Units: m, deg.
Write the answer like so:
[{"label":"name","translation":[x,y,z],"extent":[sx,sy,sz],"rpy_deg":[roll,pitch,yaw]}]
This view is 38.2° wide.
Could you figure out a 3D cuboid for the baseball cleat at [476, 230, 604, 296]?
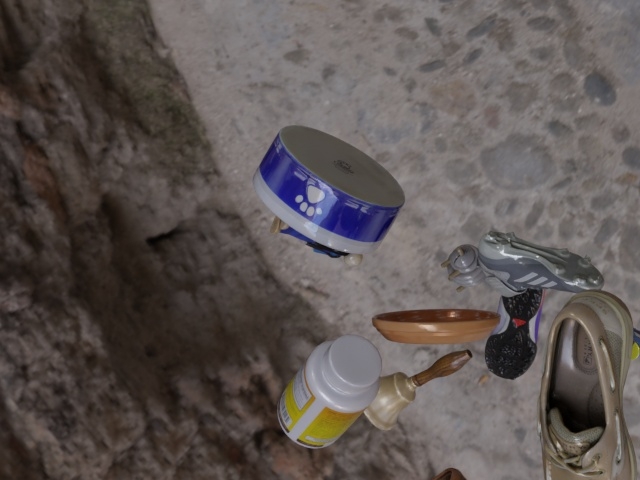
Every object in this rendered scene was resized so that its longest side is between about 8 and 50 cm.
[{"label":"baseball cleat","translation":[0.344,0.053,1.459],"extent":[0.205,0.072,0.110],"rpy_deg":[26,135,28]}]

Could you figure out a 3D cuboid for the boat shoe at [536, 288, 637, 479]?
[{"label":"boat shoe","translation":[0.283,0.208,1.013],"extent":[0.109,0.098,0.303],"rpy_deg":[9,106,36]}]

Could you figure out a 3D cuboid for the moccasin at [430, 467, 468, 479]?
[{"label":"moccasin","translation":[0.040,0.415,1.081],"extent":[0.380,0.139,0.147],"rpy_deg":[-37,99,-3]}]

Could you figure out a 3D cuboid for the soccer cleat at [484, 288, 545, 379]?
[{"label":"soccer cleat","translation":[0.421,0.160,1.960],"extent":[0.108,0.116,0.318],"rpy_deg":[15,129,17]}]

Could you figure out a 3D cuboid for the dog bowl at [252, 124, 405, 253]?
[{"label":"dog bowl","translation":[0.017,-0.095,1.670],"extent":[0.264,0.265,0.104],"rpy_deg":[35,113,9]}]

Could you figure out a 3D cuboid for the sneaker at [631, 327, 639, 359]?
[{"label":"sneaker","translation":[0.631,0.203,1.929],"extent":[0.144,0.059,0.053],"rpy_deg":[-135,43,-55]}]

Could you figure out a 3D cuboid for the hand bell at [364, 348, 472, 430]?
[{"label":"hand bell","translation":[0.201,0.275,1.852],"extent":[0.242,0.126,0.126],"rpy_deg":[-34,94,29]}]

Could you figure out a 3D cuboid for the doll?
[{"label":"doll","translation":[0.000,0.000,1.750],"extent":[0.189,0.046,0.129],"rpy_deg":[24,156,-24]}]

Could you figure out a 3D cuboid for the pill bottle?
[{"label":"pill bottle","translation":[0.017,0.228,1.415],"extent":[0.117,0.117,0.215],"rpy_deg":[39,142,6]}]

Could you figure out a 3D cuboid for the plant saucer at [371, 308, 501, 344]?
[{"label":"plant saucer","translation":[0.180,0.134,1.437],"extent":[0.199,0.200,0.037],"rpy_deg":[-1,92,27]}]

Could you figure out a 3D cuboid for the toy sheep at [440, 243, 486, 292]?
[{"label":"toy sheep","translation":[0.294,0.051,1.862],"extent":[0.091,0.091,0.132],"rpy_deg":[6,156,25]}]
